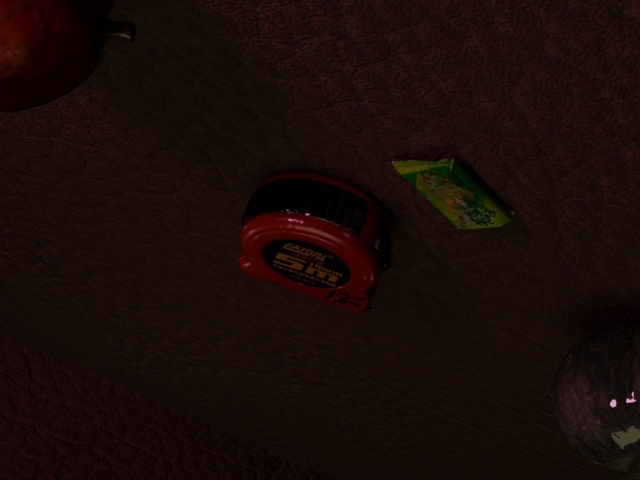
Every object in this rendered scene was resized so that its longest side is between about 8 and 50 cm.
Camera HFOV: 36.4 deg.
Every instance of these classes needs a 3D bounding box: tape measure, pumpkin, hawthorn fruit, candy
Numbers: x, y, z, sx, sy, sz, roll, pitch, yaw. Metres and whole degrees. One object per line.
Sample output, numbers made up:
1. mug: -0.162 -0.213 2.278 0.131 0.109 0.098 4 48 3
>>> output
1. tape measure: -0.001 0.000 1.535 0.253 0.114 0.260 18 151 -1
2. pumpkin: 0.545 0.276 1.581 0.291 0.257 0.327 -20 130 34
3. hawthorn fruit: -0.356 -0.268 1.069 0.307 0.265 0.265 7 155 -10
4. candy: 0.190 -0.066 1.378 0.102 0.032 0.178 -9 144 42
